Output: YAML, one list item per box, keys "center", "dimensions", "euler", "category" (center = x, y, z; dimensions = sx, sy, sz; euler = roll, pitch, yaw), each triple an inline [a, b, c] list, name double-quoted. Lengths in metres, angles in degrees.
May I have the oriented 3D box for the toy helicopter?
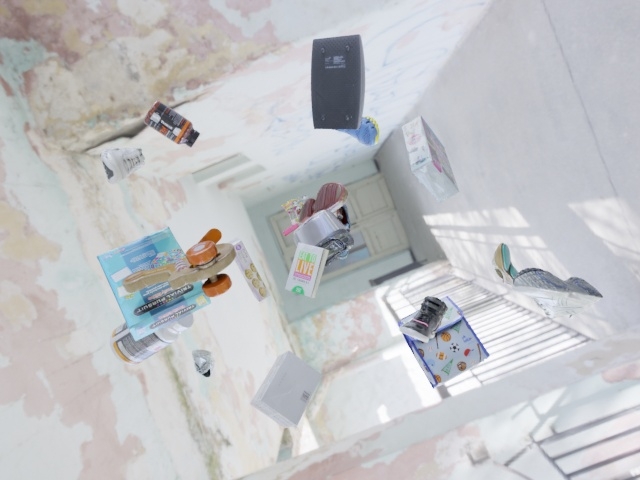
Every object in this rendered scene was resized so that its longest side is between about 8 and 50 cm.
- center: [-0.416, 0.075, 1.354]
  dimensions: [0.235, 0.354, 0.140]
  euler: [-85, -22, -63]
  category: "toy helicopter"

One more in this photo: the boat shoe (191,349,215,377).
- center: [-0.498, 0.530, 1.960]
  dimensions: [0.228, 0.079, 0.081]
  euler: [88, -179, -58]
  category: "boat shoe"

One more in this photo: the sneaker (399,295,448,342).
- center: [0.357, 0.261, 1.572]
  dimensions: [0.104, 0.147, 0.295]
  euler: [23, -176, 26]
  category: "sneaker"

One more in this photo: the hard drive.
- center: [0.054, -0.455, 1.338]
  dimensions: [0.054, 0.171, 0.255]
  euler: [-23, -64, -55]
  category: "hard drive"

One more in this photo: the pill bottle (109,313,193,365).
- center: [-0.617, 0.329, 1.686]
  dimensions: [0.162, 0.278, 0.162]
  euler: [55, -168, -18]
  category: "pill bottle"

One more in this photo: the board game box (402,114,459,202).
- center: [0.452, -0.339, 1.898]
  dimensions: [0.224, 0.097, 0.303]
  euler: [39, -146, -36]
  category: "board game box"

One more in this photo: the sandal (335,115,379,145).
- center: [0.128, -0.494, 1.984]
  dimensions: [0.317, 0.138, 0.126]
  euler: [42, 141, 39]
  category: "sandal"

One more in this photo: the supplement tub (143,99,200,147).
- center: [-0.566, -0.441, 1.763]
  dimensions: [0.197, 0.106, 0.106]
  euler: [32, -164, -20]
  category: "supplement tub"

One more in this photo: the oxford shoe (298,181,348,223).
- center: [0.036, -0.136, 1.834]
  dimensions: [0.348, 0.130, 0.123]
  euler: [-23, 51, 62]
  category: "oxford shoe"

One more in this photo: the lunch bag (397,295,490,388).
- center: [0.628, 0.519, 2.391]
  dimensions: [0.386, 0.327, 0.239]
  euler: [62, 175, 24]
  category: "lunch bag"

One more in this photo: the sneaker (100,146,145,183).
- center: [-0.655, -0.264, 1.528]
  dimensions: [0.292, 0.118, 0.110]
  euler: [-127, 28, -63]
  category: "sneaker"

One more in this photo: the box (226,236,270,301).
- center: [-0.333, 0.139, 2.123]
  dimensions: [0.063, 0.067, 0.324]
  euler: [27, 145, 57]
  category: "box"

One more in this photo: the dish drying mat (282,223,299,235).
- center: [-0.144, -0.053, 2.228]
  dimensions: [0.032, 0.083, 0.008]
  euler: [53, 177, 41]
  category: "dish drying mat"

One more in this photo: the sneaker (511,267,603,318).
- center: [0.667, 0.165, 1.314]
  dimensions: [0.111, 0.297, 0.129]
  euler: [-106, 35, -57]
  category: "sneaker"

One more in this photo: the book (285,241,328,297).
- center: [-0.041, 0.085, 1.335]
  dimensions: [0.035, 0.096, 0.144]
  euler: [21, -97, -59]
  category: "book"

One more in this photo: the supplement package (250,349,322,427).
- center: [-0.153, 0.678, 2.088]
  dimensions: [0.204, 0.262, 0.145]
  euler: [38, 144, -8]
  category: "supplement package"

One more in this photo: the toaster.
- center: [0.000, 0.000, 1.636]
  dimensions: [0.129, 0.227, 0.146]
  euler: [38, -162, -48]
  category: "toaster"

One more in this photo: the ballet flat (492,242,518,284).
- center: [0.667, 0.094, 1.679]
  dimensions: [0.232, 0.073, 0.080]
  euler: [52, -127, -35]
  category: "ballet flat"

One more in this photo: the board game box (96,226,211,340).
- center: [-0.549, 0.129, 1.503]
  dimensions: [0.336, 0.253, 0.079]
  euler: [48, 153, 34]
  category: "board game box"

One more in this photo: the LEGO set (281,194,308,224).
- center: [-0.105, -0.136, 2.175]
  dimensions: [0.287, 0.132, 0.107]
  euler: [155, 96, -88]
  category: "LEGO set"

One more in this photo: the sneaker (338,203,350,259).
- center: [0.082, -0.044, 2.034]
  dimensions: [0.125, 0.104, 0.262]
  euler: [-178, 83, -82]
  category: "sneaker"
